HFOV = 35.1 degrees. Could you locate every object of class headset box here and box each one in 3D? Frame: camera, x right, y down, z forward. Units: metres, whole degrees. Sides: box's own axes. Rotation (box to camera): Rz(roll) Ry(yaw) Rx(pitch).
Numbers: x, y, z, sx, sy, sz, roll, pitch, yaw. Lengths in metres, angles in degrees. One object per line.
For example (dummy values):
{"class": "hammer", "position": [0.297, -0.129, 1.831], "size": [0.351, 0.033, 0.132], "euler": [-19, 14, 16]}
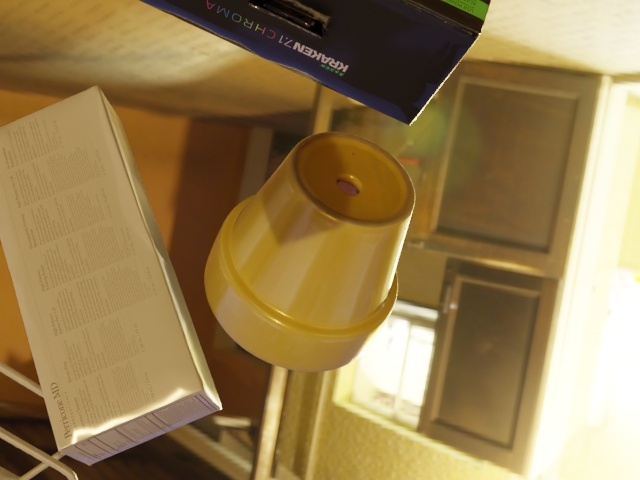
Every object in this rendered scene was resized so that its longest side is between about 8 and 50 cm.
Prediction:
{"class": "headset box", "position": [0.012, -0.256, 0.747], "size": [0.246, 0.283, 0.131], "euler": [25, 153, -7]}

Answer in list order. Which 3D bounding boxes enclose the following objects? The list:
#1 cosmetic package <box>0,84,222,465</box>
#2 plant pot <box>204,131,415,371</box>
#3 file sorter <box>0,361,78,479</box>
{"class": "cosmetic package", "position": [-0.153, 0.019, 0.685], "size": [0.098, 0.239, 0.060], "euler": [-22, 156, -2]}
{"class": "plant pot", "position": [0.000, 0.000, 1.295], "size": [0.253, 0.254, 0.239], "euler": [10, 137, -16]}
{"class": "file sorter", "position": [-0.332, 0.248, 0.858], "size": [0.173, 0.278, 0.193], "euler": [-36, 119, 29]}
